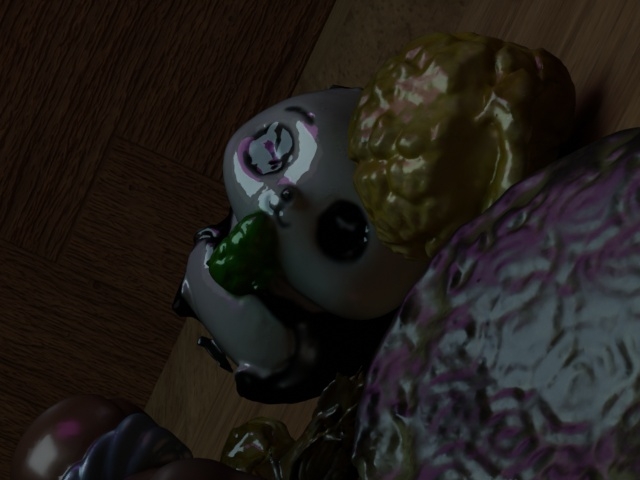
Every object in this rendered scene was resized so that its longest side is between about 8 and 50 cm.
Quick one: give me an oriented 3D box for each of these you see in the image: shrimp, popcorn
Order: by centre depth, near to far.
[{"bbox_3d":[0.102,-0.067,1.323,0.180,0.170,0.180,-56,-9,-13],"label":"popcorn"},{"bbox_3d":[-0.013,0.215,1.526,0.150,0.068,0.249,-108,35,-65],"label":"shrimp"}]

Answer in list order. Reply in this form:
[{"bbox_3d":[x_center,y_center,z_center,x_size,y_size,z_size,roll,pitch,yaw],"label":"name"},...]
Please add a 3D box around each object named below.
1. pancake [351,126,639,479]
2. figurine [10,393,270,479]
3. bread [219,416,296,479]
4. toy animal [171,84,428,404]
[{"bbox_3d":[0.127,0.060,0.793,0.288,0.033,0.286,-28,41,31],"label":"pancake"},{"bbox_3d":[-0.132,0.303,1.329,0.248,0.277,0.388,-13,28,29],"label":"figurine"},{"bbox_3d":[-0.084,0.304,1.642,0.084,0.077,0.368,-23,35,31],"label":"bread"},{"bbox_3d":[-0.007,0.001,1.598,0.213,0.212,0.267,-75,6,-47],"label":"toy animal"}]
